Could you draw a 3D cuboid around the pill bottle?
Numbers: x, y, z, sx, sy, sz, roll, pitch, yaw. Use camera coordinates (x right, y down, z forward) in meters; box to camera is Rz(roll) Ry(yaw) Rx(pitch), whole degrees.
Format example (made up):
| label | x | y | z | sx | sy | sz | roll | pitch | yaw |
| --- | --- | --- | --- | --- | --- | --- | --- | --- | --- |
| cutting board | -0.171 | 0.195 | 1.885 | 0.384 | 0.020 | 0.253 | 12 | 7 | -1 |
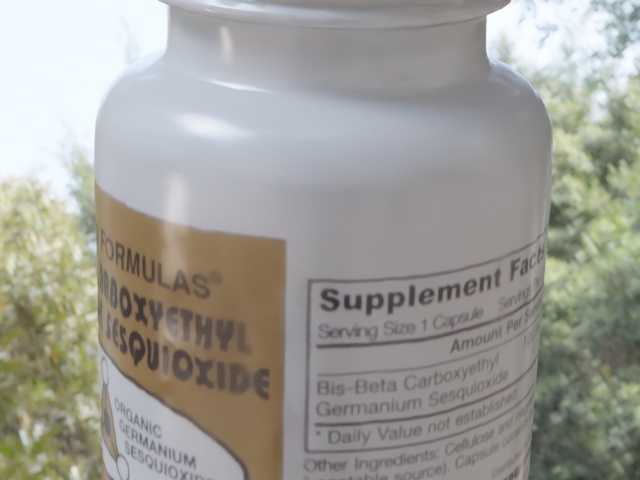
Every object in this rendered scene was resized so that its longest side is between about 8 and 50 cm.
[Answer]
| label | x | y | z | sx | sy | sz | roll | pitch | yaw |
| --- | --- | --- | --- | --- | --- | --- | --- | --- | --- |
| pill bottle | 0.000 | 0.000 | 0.440 | 0.131 | 0.131 | 0.229 | -8 | -69 | -26 |
